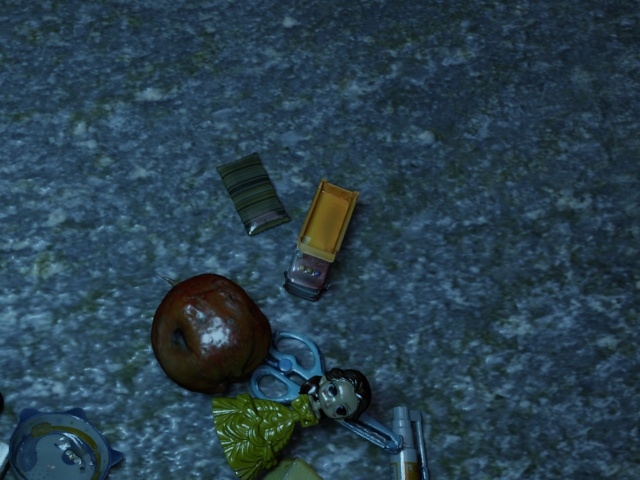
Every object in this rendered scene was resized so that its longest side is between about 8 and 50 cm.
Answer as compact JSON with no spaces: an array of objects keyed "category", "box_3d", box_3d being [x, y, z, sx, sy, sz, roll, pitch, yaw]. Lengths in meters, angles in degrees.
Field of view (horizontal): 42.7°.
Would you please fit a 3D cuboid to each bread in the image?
[{"category":"bread","box_3d":[-0.069,0.512,1.723,0.080,0.109,0.084,50,52,-11]}]

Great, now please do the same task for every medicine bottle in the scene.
[{"category":"medicine bottle","box_3d":[0.195,0.479,1.801,0.092,0.061,0.220,13,64,-30]}]

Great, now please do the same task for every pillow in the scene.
[{"category":"pillow","box_3d":[-0.166,-0.114,1.999,0.113,0.038,0.203,-22,72,-14]}]

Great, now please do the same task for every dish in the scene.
[{"category":"dish","box_3d":[-0.527,0.454,1.666,0.228,0.086,0.236,4,40,-38]}]

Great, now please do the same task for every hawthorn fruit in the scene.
[{"category":"hawthorn fruit","box_3d":[-0.235,0.198,1.754,0.258,0.258,0.261,0,48,-9]}]

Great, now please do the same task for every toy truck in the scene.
[{"category":"toy truck","box_3d":[0.000,0.000,1.923,0.114,0.135,0.270,20,66,-1]}]

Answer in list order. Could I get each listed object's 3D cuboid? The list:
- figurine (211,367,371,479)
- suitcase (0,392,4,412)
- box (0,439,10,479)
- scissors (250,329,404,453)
[{"category":"figurine","box_3d":[-0.045,0.356,1.697,0.315,0.168,0.187,-24,62,6]},{"category":"suitcase","box_3d":[-0.830,0.405,1.589,0.283,0.194,0.433,27,66,3]},{"category":"box","box_3d":[-0.660,0.458,1.668,0.045,0.062,0.098,24,64,-3]},{"category":"scissors","box_3d":[0.016,0.348,1.813,0.393,0.032,0.180,32,69,14]}]
